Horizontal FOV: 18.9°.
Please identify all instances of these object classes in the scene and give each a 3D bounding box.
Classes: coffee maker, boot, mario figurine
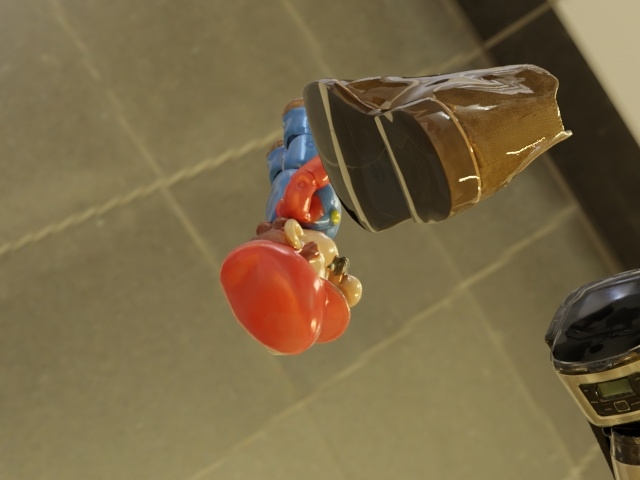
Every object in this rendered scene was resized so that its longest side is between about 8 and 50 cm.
[{"bbox_3d":[0.227,0.110,1.288,0.171,0.120,0.178,-96,162,-71],"label":"coffee maker"},{"bbox_3d":[0.075,-0.074,1.355,0.305,0.115,0.112,16,-51,69],"label":"boot"},{"bbox_3d":[0.000,0.000,2.055,0.320,0.170,0.198,-82,156,-46],"label":"mario figurine"}]
